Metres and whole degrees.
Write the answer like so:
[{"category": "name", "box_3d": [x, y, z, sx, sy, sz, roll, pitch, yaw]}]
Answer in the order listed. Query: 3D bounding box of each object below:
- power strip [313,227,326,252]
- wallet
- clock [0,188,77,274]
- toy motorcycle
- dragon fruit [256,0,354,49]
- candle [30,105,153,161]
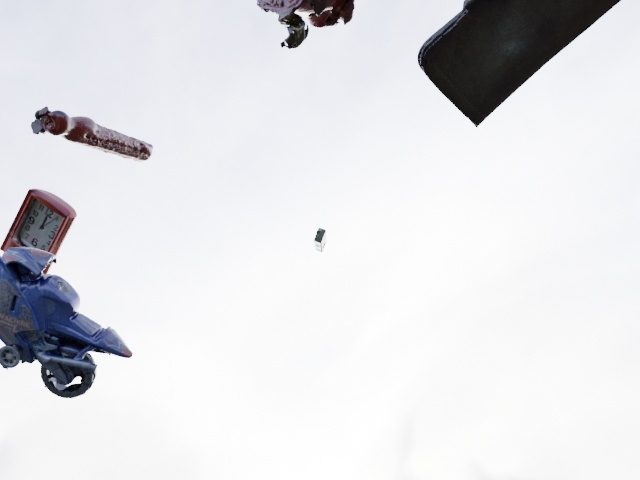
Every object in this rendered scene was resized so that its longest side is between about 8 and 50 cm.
[{"category": "power strip", "box_3d": [0.000, 0.000, 1.457, 0.017, 0.027, 0.083, 21, -15, 8]}, {"category": "wallet", "box_3d": [0.239, -0.259, 0.925, 0.255, 0.031, 0.137, -41, -60, 17]}, {"category": "clock", "box_3d": [-0.573, -0.019, 1.631, 0.155, 0.113, 0.061, -59, -12, 15]}, {"category": "toy motorcycle", "box_3d": [-0.309, 0.079, 0.875, 0.114, 0.076, 0.205, -39, -84, 13]}, {"category": "dragon fruit", "box_3d": [-0.022, -0.462, 1.335, 0.211, 0.282, 0.147, -3, 6, 43]}, {"category": "candle", "box_3d": [-0.400, -0.188, 1.450, 0.051, 0.048, 0.329, -19, -10, 18]}]
